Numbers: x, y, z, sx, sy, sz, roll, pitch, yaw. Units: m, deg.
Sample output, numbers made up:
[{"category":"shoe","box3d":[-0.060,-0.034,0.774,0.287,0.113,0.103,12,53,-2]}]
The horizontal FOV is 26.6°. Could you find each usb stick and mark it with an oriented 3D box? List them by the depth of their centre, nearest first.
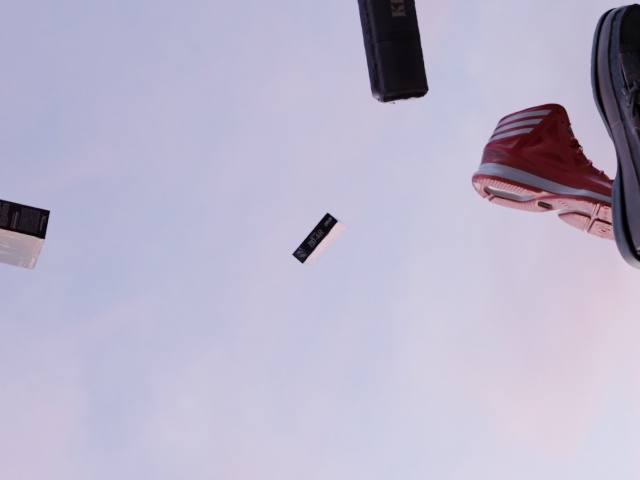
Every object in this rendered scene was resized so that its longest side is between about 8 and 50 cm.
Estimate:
[{"category":"usb stick","box3d":[0.079,-0.305,1.656,0.077,0.045,0.278,-8,-92,-21]}]

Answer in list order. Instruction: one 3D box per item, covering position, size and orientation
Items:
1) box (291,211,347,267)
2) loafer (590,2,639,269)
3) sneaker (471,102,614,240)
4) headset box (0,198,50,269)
[{"category":"box","box3d":[0.000,0.000,1.617,0.067,0.018,0.083,-50,-9,4]},{"category":"loafer","box3d":[0.328,-0.107,1.310,0.096,0.084,0.268,0,-101,-26]},{"category":"sneaker","box3d":[0.288,-0.085,1.484,0.087,0.221,0.128,95,-166,-69]},{"category":"headset box","box3d":[-0.287,-0.009,1.193,0.083,0.062,0.032,13,-123,-17]}]
